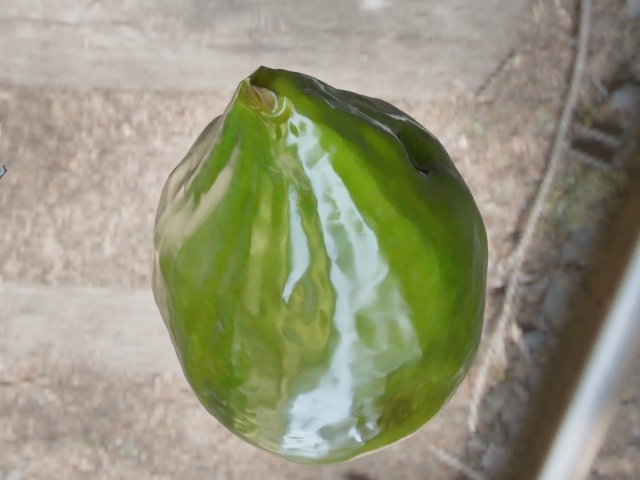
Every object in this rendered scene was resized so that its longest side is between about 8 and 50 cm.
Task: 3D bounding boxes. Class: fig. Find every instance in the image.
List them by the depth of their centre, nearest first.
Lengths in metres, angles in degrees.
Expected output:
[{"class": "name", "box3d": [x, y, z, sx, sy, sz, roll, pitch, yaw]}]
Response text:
[{"class": "fig", "box3d": [0.005, -0.001, 0.785, 0.167, 0.167, 0.233, 7, 128, -12]}]

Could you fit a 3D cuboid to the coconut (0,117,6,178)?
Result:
[{"class": "coconut", "box3d": [-0.159, -0.017, 0.522, 0.110, 0.124, 0.110, 15, 162, 5]}]
